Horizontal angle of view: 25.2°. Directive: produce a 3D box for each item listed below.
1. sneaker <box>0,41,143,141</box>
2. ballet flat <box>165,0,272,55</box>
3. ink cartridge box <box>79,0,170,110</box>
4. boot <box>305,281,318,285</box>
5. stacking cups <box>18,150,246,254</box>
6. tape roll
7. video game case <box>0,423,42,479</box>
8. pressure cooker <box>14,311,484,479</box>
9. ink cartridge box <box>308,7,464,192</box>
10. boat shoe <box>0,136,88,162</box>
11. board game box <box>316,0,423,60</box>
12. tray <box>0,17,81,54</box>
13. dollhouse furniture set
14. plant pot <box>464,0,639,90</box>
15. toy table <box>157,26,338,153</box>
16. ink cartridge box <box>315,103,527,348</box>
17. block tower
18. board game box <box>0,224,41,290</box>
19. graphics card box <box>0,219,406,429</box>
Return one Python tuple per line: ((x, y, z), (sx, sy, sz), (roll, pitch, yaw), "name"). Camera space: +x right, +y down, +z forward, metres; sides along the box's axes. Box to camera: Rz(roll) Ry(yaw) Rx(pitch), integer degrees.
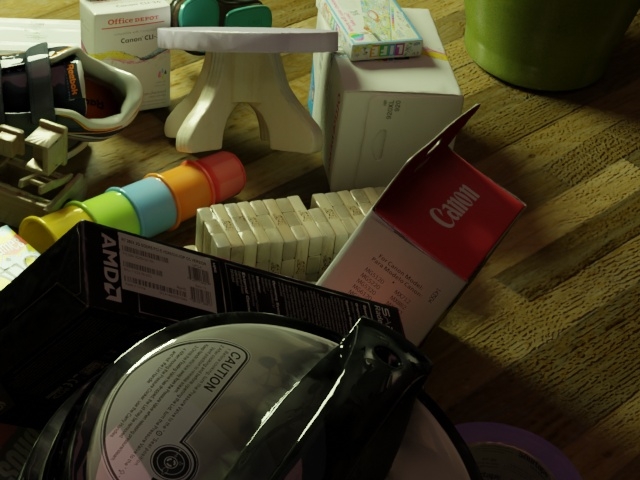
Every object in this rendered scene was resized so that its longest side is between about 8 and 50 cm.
((-0.381, -0.192, 1.843), (0.321, 0.127, 0.126), (-4, 80, -34), "sneaker")
((-0.177, -0.328, 2.161), (0.096, 0.095, 0.280), (11, 9, 26), "ballet flat")
((-0.276, -0.284, 2.028), (0.115, 0.198, 0.067), (-12, 34, -24), "ink cartridge box")
((0.021, 0.138, 1.666), (0.189, 0.076, 0.208), (15, 32, 6), "boot")
((-0.232, -0.044, 1.823), (0.096, 0.096, 0.316), (33, 44, 29), "stacking cups")
((0.178, 0.283, 1.491), (0.189, 0.080, 0.189), (5, 39, -4), "tape roll")
((-0.234, 0.239, 1.363), (0.285, 0.025, 0.204), (44, 53, -10), "video game case")
((-0.060, 0.262, 1.143), (0.375, 0.420, 0.370), (2, 53, -25), "pressure cooker")
((0.086, -0.198, 2.011), (0.168, 0.171, 0.233), (0, 39, -10), "ink cartridge box")
((-0.456, -0.148, 1.914), (0.305, 0.091, 0.109), (-10, 41, -21), "boat shoe")
((0.066, -0.302, 1.978), (0.103, 0.026, 0.154), (-6, 40, -17), "board game box")
((-0.427, -0.299, 2.164), (0.270, 0.030, 0.145), (1, 38, -9), "tray")
((-0.399, -0.109, 1.819), (0.182, 0.161, 0.101), (19, 39, 12), "dollhouse furniture set")
((0.368, -0.437, 2.218), (0.366, 0.353, 0.366), (4, 38, -4), "plant pot")
((-0.104, -0.208, 1.943), (0.252, 0.161, 0.274), (-9, 15, -44), "toy table")
((0.113, 0.012, 1.587), (0.130, 0.272, 0.309), (38, 25, 5), "ink cartridge box")
((0.000, 0.000, 1.808), (0.335, 0.097, 0.091), (-9, 40, -19), "block tower")
((-0.316, 0.129, 1.546), (0.144, 0.142, 0.275), (-28, 50, -37), "board game box")
((-0.125, 0.111, 1.329), (0.371, 0.233, 0.094), (15, 53, -38), "graphics card box")
